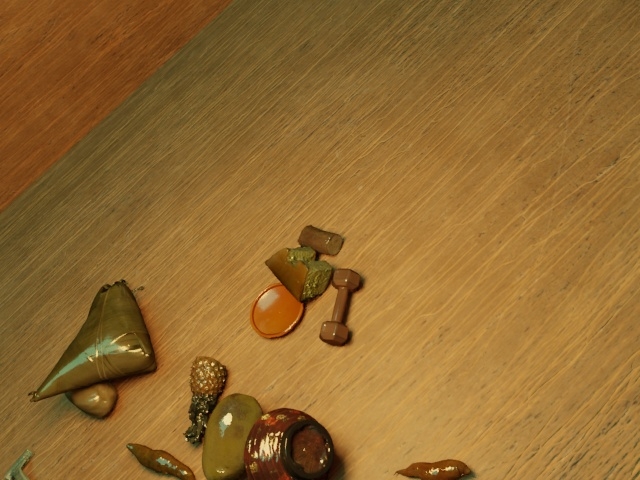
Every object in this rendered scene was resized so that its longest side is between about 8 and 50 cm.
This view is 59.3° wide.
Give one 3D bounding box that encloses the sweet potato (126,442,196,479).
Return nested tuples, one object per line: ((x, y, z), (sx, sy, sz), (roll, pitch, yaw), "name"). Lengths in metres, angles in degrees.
((-0.469, 0.658, 1.665), (0.274, 0.067, 0.067), (13, 67, 28), "sweet potato")

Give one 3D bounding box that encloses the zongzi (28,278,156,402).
((-0.779, 0.296, 1.891), (0.418, 0.181, 0.447), (-18, 49, -18), "zongzi")

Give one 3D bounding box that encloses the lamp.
((-0.084, 0.548, 1.437), (0.247, 0.247, 0.247), (-13, 55, 20), "lamp")

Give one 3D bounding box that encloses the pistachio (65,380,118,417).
((-0.769, 0.514, 1.877), (0.226, 0.136, 0.136), (6, 64, 35), "pistachio")

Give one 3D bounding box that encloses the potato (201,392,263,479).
((-0.244, 0.549, 1.541), (0.159, 0.174, 0.251), (-13, 55, 45), "potato")

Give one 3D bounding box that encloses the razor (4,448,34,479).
((-0.936, 0.803, 1.817), (0.278, 0.056, 0.111), (30, 76, 38), "razor")

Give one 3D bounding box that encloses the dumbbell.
((0.059, 0.195, 1.671), (0.092, 0.082, 0.231), (0, 61, 26), "dumbbell")

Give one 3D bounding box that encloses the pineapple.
((-0.358, 0.480, 1.689), (0.125, 0.125, 0.251), (-1, 65, 27), "pineapple")

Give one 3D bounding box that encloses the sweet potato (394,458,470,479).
((0.265, 0.558, 1.356), (0.195, 0.056, 0.056), (-12, 55, 28), "sweet potato")

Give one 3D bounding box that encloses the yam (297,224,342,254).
((-0.002, 0.000, 1.829), (0.127, 0.084, 0.084), (18, 70, 37), "yam")

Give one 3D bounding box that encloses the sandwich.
((-0.079, 0.080, 1.778), (0.235, 0.122, 0.128), (39, 120, 40), "sandwich")

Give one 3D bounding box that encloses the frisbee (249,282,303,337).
((-0.135, 0.222, 1.783), (0.192, 0.035, 0.192), (-14, 53, 19), "frisbee")
